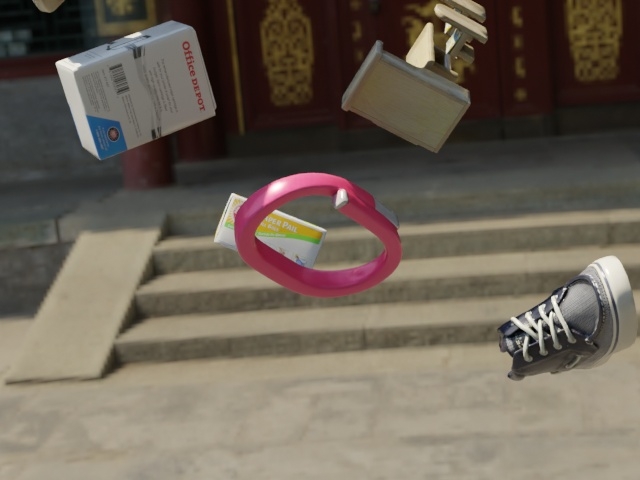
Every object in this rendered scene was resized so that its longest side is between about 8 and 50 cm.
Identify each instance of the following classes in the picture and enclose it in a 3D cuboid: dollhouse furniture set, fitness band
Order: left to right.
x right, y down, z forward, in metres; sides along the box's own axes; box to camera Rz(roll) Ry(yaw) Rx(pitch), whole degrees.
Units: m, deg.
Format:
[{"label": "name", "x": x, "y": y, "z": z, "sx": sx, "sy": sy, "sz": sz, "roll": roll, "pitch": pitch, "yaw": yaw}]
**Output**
[{"label": "fitness band", "x": 0.000, "y": 0.000, "z": 1.861, "sx": 0.209, "sy": 0.054, "sz": 0.291, "roll": -31, "pitch": -41, "yaw": 24}, {"label": "dollhouse furniture set", "x": 0.134, "y": -0.265, "z": 1.884, "sx": 0.161, "sy": 0.212, "sz": 0.242, "roll": 25, "pitch": 32, "yaw": -12}]

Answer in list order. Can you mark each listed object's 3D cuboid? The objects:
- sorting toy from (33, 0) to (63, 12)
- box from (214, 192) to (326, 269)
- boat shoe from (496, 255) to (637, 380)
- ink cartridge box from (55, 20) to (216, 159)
[{"label": "sorting toy", "x": -0.408, "y": -0.515, "z": 1.788, "sx": 0.089, "sy": 0.257, "sz": 0.255, "roll": 13, "pitch": 56, "yaw": 42}, {"label": "box", "x": -0.102, "y": -0.011, "z": 2.435, "sx": 0.203, "sy": 0.103, "sz": 0.114, "roll": 21, "pitch": 2, "yaw": -4}, {"label": "boat shoe", "x": 0.350, "y": 0.130, "z": 1.778, "sx": 0.158, "sy": 0.127, "sz": 0.340, "roll": -14, "pitch": -23, "yaw": -3}, {"label": "ink cartridge box", "x": -0.280, "y": -0.233, "z": 1.873, "sx": 0.203, "sy": 0.148, "sz": 0.086, "roll": -24, "pitch": 27, "yaw": -23}]
